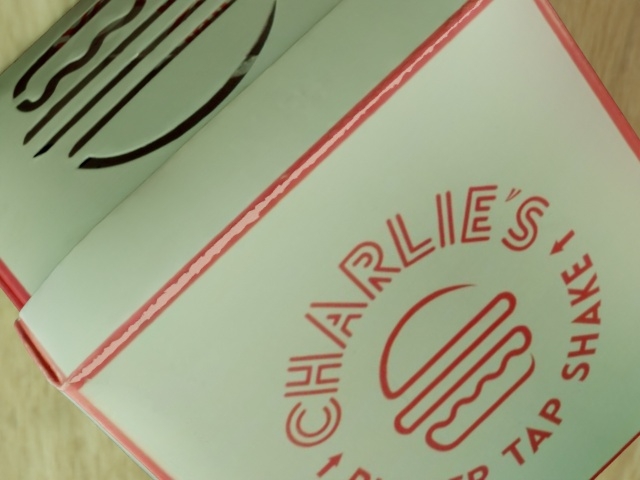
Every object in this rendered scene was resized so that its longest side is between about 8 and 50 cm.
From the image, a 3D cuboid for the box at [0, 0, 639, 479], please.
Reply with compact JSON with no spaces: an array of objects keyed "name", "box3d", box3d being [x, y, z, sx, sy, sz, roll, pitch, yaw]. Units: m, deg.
[{"name":"box","box3d":[0.000,0.000,1.127,0.314,0.300,0.312,-44,127,-4]}]
